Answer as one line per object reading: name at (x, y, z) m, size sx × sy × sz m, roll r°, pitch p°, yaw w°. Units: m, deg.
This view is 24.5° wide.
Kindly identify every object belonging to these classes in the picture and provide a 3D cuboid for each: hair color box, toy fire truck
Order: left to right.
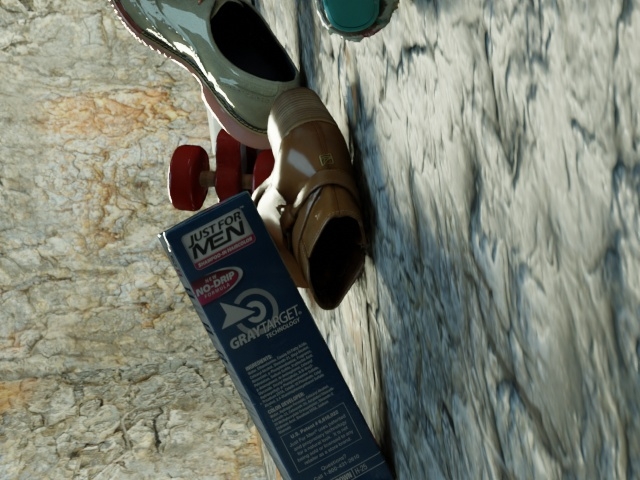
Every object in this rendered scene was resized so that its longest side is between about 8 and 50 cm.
toy fire truck at (-0.110, -0.062, 2.274) m, size 0.254 × 0.169 × 0.302 m, roll -59°, pitch -31°, yaw -60°
hair color box at (-0.052, 0.123, 1.609) m, size 0.347 × 0.105 × 0.174 m, roll 63°, pitch 172°, yaw -4°

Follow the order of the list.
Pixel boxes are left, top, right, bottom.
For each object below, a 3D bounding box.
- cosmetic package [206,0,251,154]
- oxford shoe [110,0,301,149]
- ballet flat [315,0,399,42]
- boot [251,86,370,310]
cosmetic package at (-0.172, -0.381, 2.598) m, size 0.284 × 0.097 × 0.377 m, roll 106°, pitch 156°, yaw -69°
oxford shoe at (-0.154, -0.308, 1.976) m, size 0.397 × 0.140 × 0.146 m, roll 45°, pitch 148°, yaw 13°
ballet flat at (0.021, -0.278, 1.154) m, size 0.077 × 0.091 × 0.241 m, roll -52°, pitch -38°, yaw -68°
boot at (0.000, 0.000, 1.609) m, size 0.220 × 0.109 × 0.283 m, roll -110°, pitch 21°, yaw -46°
